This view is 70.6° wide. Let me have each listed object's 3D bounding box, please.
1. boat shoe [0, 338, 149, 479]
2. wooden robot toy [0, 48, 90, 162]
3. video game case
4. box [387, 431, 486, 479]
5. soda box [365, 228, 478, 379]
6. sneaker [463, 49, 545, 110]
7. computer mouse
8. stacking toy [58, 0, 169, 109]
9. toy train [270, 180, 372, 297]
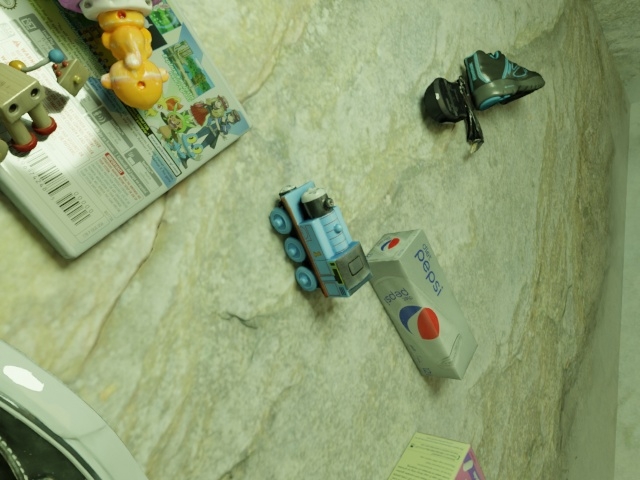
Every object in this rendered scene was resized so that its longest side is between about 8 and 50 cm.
[{"bbox_3d":[-0.235,0.229,0.399,0.119,0.121,0.335,-47,118,-42],"label":"boat shoe"},{"bbox_3d":[-0.294,-0.123,0.399,0.079,0.076,0.173,30,58,3],"label":"wooden robot toy"},{"bbox_3d":[-0.261,-0.197,0.495,0.300,0.036,0.328,-49,116,-36],"label":"video game case"},{"bbox_3d":[0.198,0.509,0.782,0.243,0.117,0.213,-40,111,-39],"label":"box"},{"bbox_3d":[0.191,0.124,0.847,0.098,0.091,0.286,-45,115,-38],"label":"soda box"},{"bbox_3d":[0.492,-0.439,1.198,0.341,0.125,0.139,-24,92,-47],"label":"sneaker"},{"bbox_3d":[0.304,-0.279,1.041,0.262,0.060,0.184,-32,103,-54],"label":"computer mouse"},{"bbox_3d":[-0.210,-0.283,0.444,0.175,0.166,0.301,-19,108,-28],"label":"stacking toy"},{"bbox_3d":[0.000,0.000,0.670,0.080,0.105,0.184,-35,108,-42],"label":"toy train"}]
